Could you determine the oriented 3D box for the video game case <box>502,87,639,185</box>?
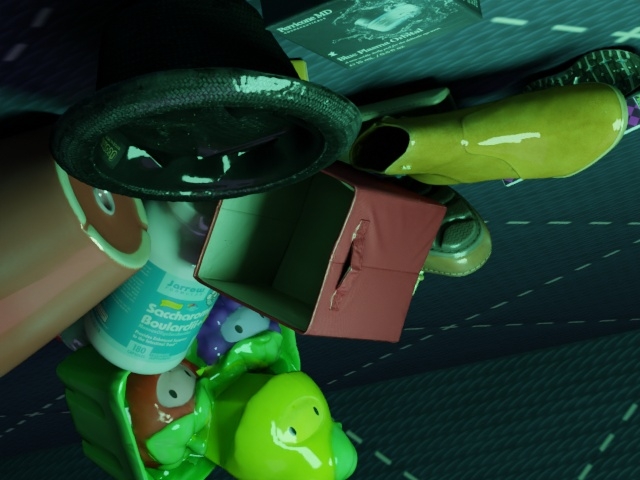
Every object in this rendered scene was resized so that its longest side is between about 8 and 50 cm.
[{"bbox_3d":[0.364,-0.150,1.924,0.210,0.042,0.232,-27,-179,-44],"label":"video game case"}]

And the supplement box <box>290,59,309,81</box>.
[{"bbox_3d":[-0.129,-0.148,1.715,0.233,0.080,0.078,-8,167,-14],"label":"supplement box"}]

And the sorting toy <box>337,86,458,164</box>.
[{"bbox_3d":[0.025,-0.135,1.940,0.307,0.041,0.229,-12,169,11],"label":"sorting toy"}]

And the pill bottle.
[{"bbox_3d":[-0.192,0.035,1.937,0.146,0.146,0.264,1,134,-34],"label":"pill bottle"}]

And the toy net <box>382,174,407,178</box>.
[{"bbox_3d":[0.140,-0.090,2.077,0.122,0.045,0.232,-9,174,-2],"label":"toy net"}]

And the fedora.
[{"bbox_3d":[-0.119,-0.155,1.548,0.334,0.152,0.334,-8,164,-2],"label":"fedora"}]

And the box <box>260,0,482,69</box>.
[{"bbox_3d":[0.045,-0.243,1.444,0.156,0.093,0.158,-18,161,29],"label":"box"}]

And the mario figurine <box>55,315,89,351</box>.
[{"bbox_3d":[-0.315,0.093,2.315,0.198,0.170,0.320,-4,162,-26],"label":"mario figurine"}]

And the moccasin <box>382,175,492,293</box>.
[{"bbox_3d":[0.086,0.003,2.002,0.139,0.147,0.380,-39,-154,-31],"label":"moccasin"}]

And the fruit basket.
[{"bbox_3d":[-0.126,0.215,2.152,0.392,0.392,0.283,-10,120,3],"label":"fruit basket"}]

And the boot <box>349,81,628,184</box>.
[{"bbox_3d":[0.189,-0.118,1.789,0.211,0.104,0.295,-2,170,-39],"label":"boot"}]

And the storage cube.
[{"bbox_3d":[0.000,0.000,1.815,0.215,0.183,0.193,25,-171,37],"label":"storage cube"}]

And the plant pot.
[{"bbox_3d":[-0.351,-0.004,1.802,0.243,0.275,0.275,-26,160,16],"label":"plant pot"}]

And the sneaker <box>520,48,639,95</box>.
[{"bbox_3d":[0.328,-0.196,1.881,0.162,0.063,0.073,-15,-177,32],"label":"sneaker"}]
